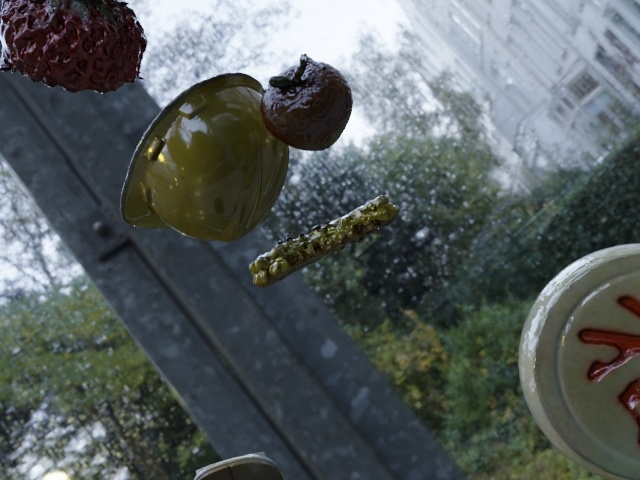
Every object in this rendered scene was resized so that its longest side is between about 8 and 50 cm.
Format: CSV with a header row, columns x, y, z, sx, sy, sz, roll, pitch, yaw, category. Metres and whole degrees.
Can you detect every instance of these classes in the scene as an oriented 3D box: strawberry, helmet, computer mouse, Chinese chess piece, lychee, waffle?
x,y,z,sx,sy,sz,roll,pitch,yaw,category
-0.232,-0.197,0.770,0.145,0.145,0.086,-24,-47,-52,strawberry
-0.124,-0.074,1.035,0.205,0.140,0.257,1,-52,-55,helmet
-0.083,0.283,0.888,0.102,0.044,0.199,-14,-30,-7,computer mouse
0.162,0.062,0.409,0.122,0.122,0.051,-42,-10,6,Chinese chess piece
-0.012,-0.162,0.920,0.101,0.115,0.140,-48,-37,-40,lychee
0.000,0.000,1.502,0.293,0.069,0.260,-25,-4,-13,waffle
